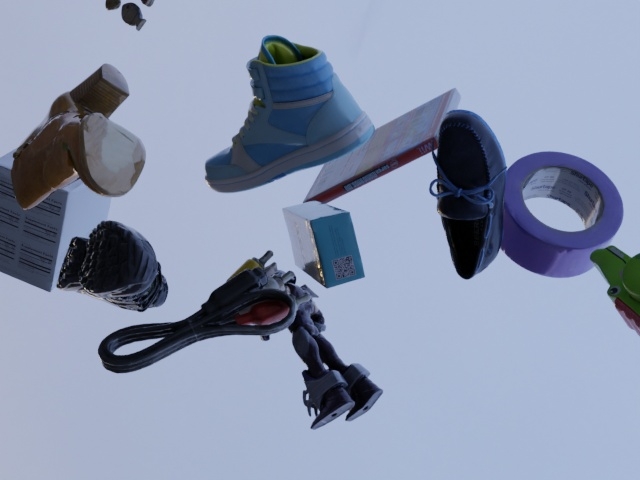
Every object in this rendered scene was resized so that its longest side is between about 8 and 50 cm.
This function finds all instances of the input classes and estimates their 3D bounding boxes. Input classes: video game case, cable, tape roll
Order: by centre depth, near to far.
[{"bbox_3d":[-0.144,0.117,1.279,0.139,0.287,0.072,46,-20,35],"label":"cable"},{"bbox_3d":[0.361,-0.041,1.482,0.189,0.189,0.080,56,-23,27],"label":"tape roll"},{"bbox_3d":[0.110,-0.162,1.719,0.285,0.204,0.025,-25,-69,30],"label":"video game case"}]

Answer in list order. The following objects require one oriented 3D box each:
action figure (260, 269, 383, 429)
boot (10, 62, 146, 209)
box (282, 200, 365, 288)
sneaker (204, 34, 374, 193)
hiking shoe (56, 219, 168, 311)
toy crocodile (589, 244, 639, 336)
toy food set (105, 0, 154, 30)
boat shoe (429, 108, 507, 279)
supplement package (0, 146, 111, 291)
[{"bbox_3d":[-0.024,0.155,1.536,0.099,0.185,0.285,-43,-120,21],"label":"action figure"},{"bbox_3d":[-0.350,-0.102,1.345,0.211,0.104,0.295,-40,-143,22],"label":"boot"},{"bbox_3d":[0.000,0.000,1.455,0.244,0.060,0.100,-151,-133,-76],"label":"box"},{"bbox_3d":[-0.088,-0.204,1.513,0.319,0.127,0.208,-17,-68,31],"label":"sneaker"},{"bbox_3d":[-0.214,0.033,1.088,0.227,0.114,0.086,-2,-108,60],"label":"hiking shoe"},{"bbox_3d":[0.446,0.113,1.171,0.105,0.115,0.340,-44,-138,1],"label":"toy crocodile"},{"bbox_3d":[-0.254,-0.331,1.275,0.122,0.019,0.078,38,-82,42],"label":"toy food set"},{"bbox_3d":[0.211,-0.054,1.331,0.109,0.089,0.258,4,-50,33],"label":"boat shoe"},{"bbox_3d":[-0.480,-0.057,1.711,0.149,0.194,0.203,21,-62,7],"label":"supplement package"}]
